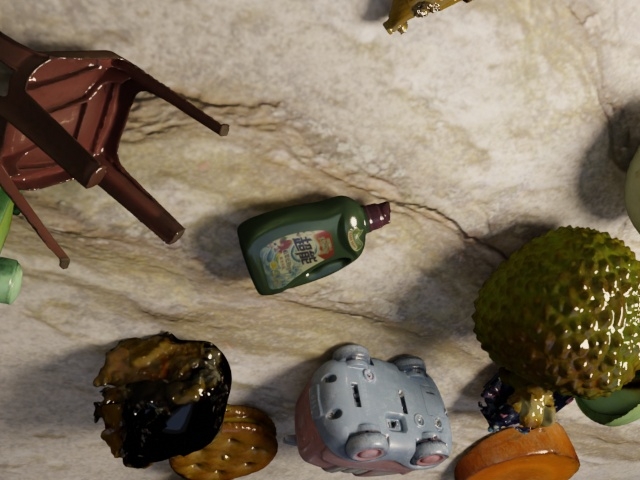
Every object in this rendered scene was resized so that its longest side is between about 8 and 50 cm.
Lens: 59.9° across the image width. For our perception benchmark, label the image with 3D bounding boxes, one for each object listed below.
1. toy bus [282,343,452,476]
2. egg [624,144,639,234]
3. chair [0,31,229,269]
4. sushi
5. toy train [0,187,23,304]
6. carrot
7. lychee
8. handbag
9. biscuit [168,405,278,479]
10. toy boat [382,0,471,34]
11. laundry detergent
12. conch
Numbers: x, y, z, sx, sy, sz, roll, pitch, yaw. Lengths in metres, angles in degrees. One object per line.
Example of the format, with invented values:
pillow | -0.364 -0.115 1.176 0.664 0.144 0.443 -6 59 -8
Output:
toy bus | 0.086 0.346 1.053 0.294 0.197 0.232 16 133 -28
egg | 0.555 -0.080 0.820 0.186 0.186 0.253 -19 132 0
chair | -0.295 -0.133 0.582 0.326 0.183 0.175 40 120 11
sushi | -0.244 0.262 0.888 0.200 0.213 0.204 6 116 8
toy train | -0.476 -0.001 0.613 0.271 0.159 0.188 12 118 -24
carrot | 0.493 0.574 1.415 0.307 0.100 0.258 -25 128 7
lychee | 0.383 0.133 0.900 0.270 0.270 0.320 32 111 -35
handbag | 0.447 0.297 1.159 0.162 0.113 0.260 17 121 -35
biscuit | -0.191 0.409 1.096 0.220 0.066 0.220 -8 131 -9
toy boat | 0.138 -0.279 0.625 0.149 0.047 0.049 -26 131 5
laundry detergent | 0.000 0.000 0.804 0.221 0.078 0.144 -17 133 -5
conch | 0.531 0.247 0.997 0.137 0.143 0.250 -34 147 -2
